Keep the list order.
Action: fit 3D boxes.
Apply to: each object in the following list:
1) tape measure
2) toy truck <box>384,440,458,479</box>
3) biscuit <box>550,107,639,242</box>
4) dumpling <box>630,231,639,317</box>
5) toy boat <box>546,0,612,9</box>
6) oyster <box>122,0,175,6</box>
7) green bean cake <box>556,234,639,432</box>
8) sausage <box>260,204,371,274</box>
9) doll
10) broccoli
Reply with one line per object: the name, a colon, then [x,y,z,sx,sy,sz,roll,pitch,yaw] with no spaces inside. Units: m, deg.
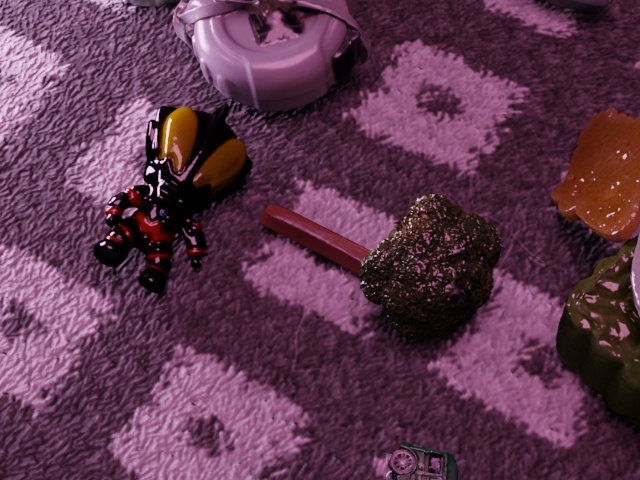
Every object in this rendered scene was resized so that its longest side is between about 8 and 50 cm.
tape measure: [-0.052,-0.251,1.450,0.236,0.120,0.197,-17,62,-4]
toy truck: [0.098,0.272,1.162,0.079,0.065,0.147,5,59,1]
biscuit: [0.325,-0.073,1.325,0.035,0.162,0.250,40,32,-17]
dumpling: [0.424,-0.012,1.132,0.293,0.163,0.204,-25,65,1]
toy boat: [0.262,-0.370,1.530,0.260,0.085,0.078,36,65,20]
oyster: [-0.160,-0.453,1.516,0.162,0.158,0.351,32,88,-22]
green bean cake: [0.393,0.086,1.233,0.248,0.125,0.222,-39,65,-21]
sausage: [0.000,0.000,1.345,0.147,0.035,0.030,27,95,14]
doll: [-0.157,-0.061,1.356,0.088,0.127,0.248,1,49,42]
broccoli: [0.122,0.027,1.278,0.162,0.146,0.138,-38,33,-3]
